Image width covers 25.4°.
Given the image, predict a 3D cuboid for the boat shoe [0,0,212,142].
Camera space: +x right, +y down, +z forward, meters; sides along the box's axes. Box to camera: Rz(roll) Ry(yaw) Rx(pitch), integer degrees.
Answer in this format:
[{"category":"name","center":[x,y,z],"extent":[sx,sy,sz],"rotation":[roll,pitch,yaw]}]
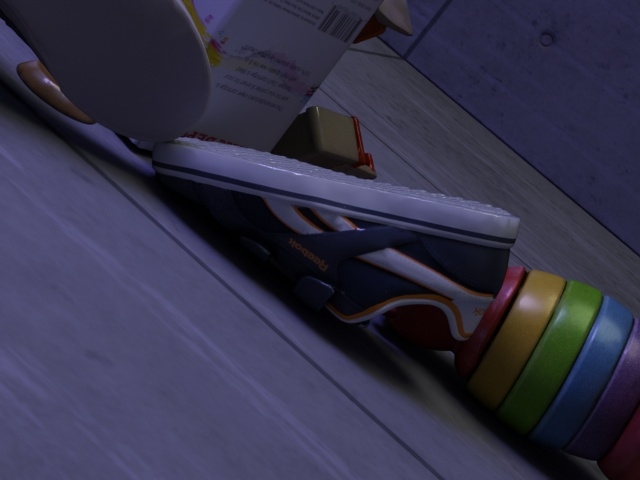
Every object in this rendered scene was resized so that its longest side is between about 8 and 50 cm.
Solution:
[{"category":"boat shoe","center":[-0.218,-0.232,1.147],"extent":[0.340,0.127,0.158],"rotation":[49,9,-35]}]

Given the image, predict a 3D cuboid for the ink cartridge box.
[{"category":"ink cartridge box","center":[-0.099,-0.231,1.342],"extent":[0.197,0.270,0.198],"rotation":[44,15,26]}]

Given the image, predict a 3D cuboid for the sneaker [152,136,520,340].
[{"category":"sneaker","center":[0.000,0.000,1.213],"extent":[0.321,0.128,0.126],"rotation":[15,9,7]}]

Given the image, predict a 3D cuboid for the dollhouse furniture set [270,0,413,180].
[{"category":"dollhouse furniture set","center":[-0.025,-0.187,1.492],"extent":[0.135,0.262,0.259],"rotation":[16,60,-61]}]

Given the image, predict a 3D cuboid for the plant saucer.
[{"category":"plant saucer","center":[-0.227,-0.135,1.244],"extent":[0.083,0.015,0.083],"rotation":[36,15,-11]}]

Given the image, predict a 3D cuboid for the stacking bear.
[{"category":"stacking bear","center":[0.191,0.091,1.310],"extent":[0.289,0.164,0.175],"rotation":[30,49,6]}]
